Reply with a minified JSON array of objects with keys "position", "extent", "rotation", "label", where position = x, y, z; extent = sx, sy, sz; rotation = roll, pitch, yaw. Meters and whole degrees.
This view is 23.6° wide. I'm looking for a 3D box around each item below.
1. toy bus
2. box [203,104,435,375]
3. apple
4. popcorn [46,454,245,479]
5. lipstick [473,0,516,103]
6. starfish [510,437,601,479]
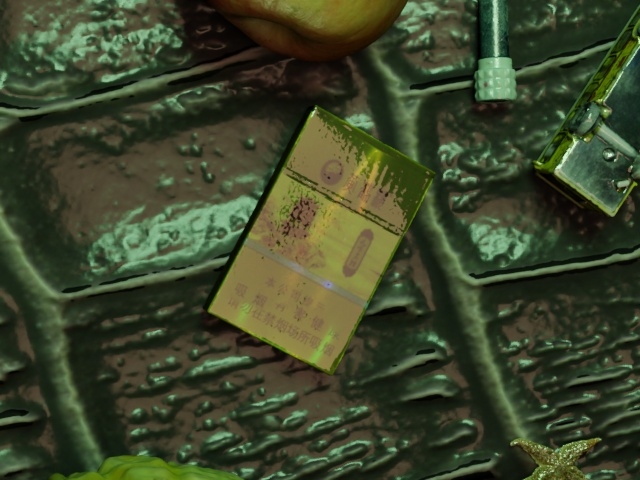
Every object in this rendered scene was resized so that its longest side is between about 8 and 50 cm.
[{"position":[0.273,-0.132,1.312],"extent":[0.081,0.074,0.226],"rotation":[33,85,-14],"label":"toy bus"},{"position":[0.000,0.000,1.278],"extent":[0.121,0.030,0.193],"rotation":[28,87,-13],"label":"box"},{"position":[-0.001,-0.238,1.191],"extent":[0.199,0.199,0.199],"rotation":[-1,93,-13],"label":"apple"},{"position":[-0.128,0.303,1.155],"extent":[0.237,0.293,0.293],"rotation":[24,87,-31],"label":"popcorn"},{"position":[0.149,-0.176,1.302],"extent":[0.037,0.037,0.116],"rotation":[0,89,-13],"label":"lipstick"},{"position":[0.207,0.198,1.345],"extent":[0.092,0.016,0.086],"rotation":[38,82,-10],"label":"starfish"}]
